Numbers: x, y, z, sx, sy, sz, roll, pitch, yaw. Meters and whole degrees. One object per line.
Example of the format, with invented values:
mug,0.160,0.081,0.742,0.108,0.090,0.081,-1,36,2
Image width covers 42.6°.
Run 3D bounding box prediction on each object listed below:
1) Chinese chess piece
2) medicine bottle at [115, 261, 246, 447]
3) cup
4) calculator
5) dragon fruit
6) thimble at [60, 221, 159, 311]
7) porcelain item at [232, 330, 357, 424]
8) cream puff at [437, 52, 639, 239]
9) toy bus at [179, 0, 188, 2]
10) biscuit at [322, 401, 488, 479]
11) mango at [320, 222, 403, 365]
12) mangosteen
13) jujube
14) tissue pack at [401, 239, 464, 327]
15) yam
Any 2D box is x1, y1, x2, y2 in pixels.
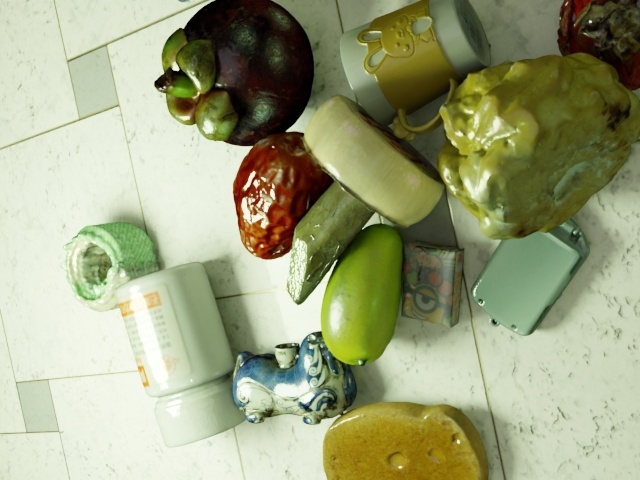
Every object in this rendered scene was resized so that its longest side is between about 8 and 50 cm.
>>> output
Chinese chess piece,0.094,-0.140,1.456,0.270,0.270,0.112,45,105,20
medicine bottle,-0.306,0.250,1.825,0.211,0.211,0.372,-18,88,35
cup,0.172,-0.299,1.428,0.226,0.185,0.241,-23,69,28
calculator,0.363,0.056,1.443,0.141,0.045,0.246,38,117,23
dragon fruit,0.459,-0.334,1.253,0.218,0.148,0.224,-7,94,34
thimble,-0.500,0.062,1.962,0.219,0.150,0.219,6,101,34
porcelain item,-0.061,0.283,1.714,0.288,0.138,0.186,-5,91,33
cream puff,0.315,-0.174,1.295,0.291,0.324,0.257,-38,55,-3
toy bus,-0.376,-0.603,1.800,0.329,0.109,0.136,14,96,31
biscuit,0.170,0.454,1.621,0.343,0.057,0.287,-12,100,29
mango,0.080,0.105,1.560,0.149,0.185,0.273,13,106,9
mangosteen,-0.162,-0.333,1.589,0.300,0.300,0.300,6,101,33
jujube,-0.077,-0.084,1.621,0.197,0.197,0.290,45,139,20
tissue pack,0.210,0.080,1.541,0.108,0.060,0.148,10,104,31
yam,0.000,0.000,1.524,0.106,0.106,0.259,46,111,19
